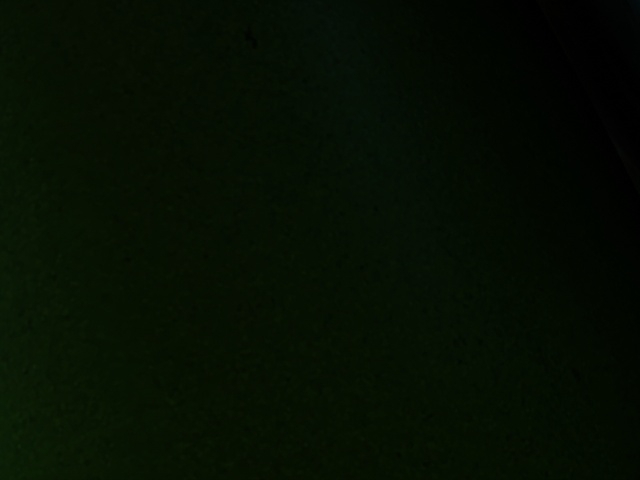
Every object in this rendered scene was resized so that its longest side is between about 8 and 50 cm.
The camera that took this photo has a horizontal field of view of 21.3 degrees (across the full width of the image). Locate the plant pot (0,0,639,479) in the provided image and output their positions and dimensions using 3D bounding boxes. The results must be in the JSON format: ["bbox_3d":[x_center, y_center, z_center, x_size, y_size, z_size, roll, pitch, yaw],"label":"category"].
[{"bbox_3d":[-0.055,0.006,0.572,0.366,0.366,0.353,20,-127,-85],"label":"plant pot"}]
